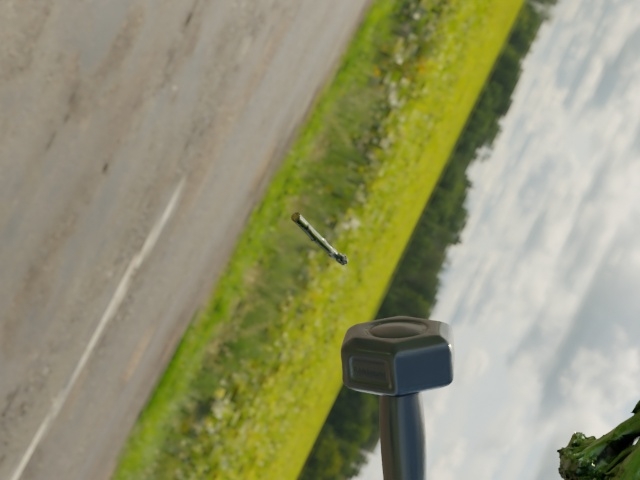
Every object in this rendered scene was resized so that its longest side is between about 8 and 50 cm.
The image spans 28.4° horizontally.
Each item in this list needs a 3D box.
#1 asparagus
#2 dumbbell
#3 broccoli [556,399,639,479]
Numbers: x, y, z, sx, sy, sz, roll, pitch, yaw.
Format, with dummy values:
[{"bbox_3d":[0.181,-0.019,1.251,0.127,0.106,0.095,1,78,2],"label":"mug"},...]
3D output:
[{"bbox_3d":[0.000,0.000,1.624,0.127,0.018,0.015,42,54,-46],"label":"asparagus"},{"bbox_3d":[0.107,0.262,1.622,0.156,0.143,0.316,-59,147,-76],"label":"dumbbell"},{"bbox_3d":[0.462,0.313,1.692,0.269,0.269,0.254,-65,-166,7],"label":"broccoli"}]
